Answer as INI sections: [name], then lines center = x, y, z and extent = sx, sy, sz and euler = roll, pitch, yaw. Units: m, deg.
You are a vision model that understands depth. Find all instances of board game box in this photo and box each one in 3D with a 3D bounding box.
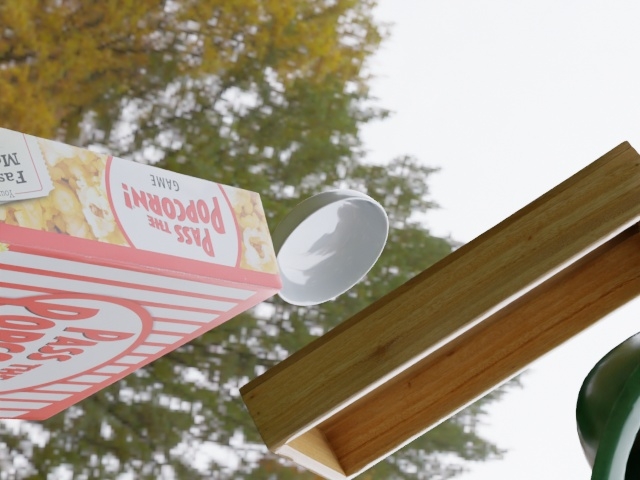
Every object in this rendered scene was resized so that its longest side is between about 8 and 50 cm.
[board game box]
center = -0.131, 0.016, 0.405
extent = 0.147, 0.193, 0.045
euler = -30, -115, 32

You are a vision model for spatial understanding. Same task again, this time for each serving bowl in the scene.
[serving bowl]
center = 0.000, 0.000, 0.720
extent = 0.027, 0.083, 0.083
euler = 48, -60, 38

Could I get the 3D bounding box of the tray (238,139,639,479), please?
[tray]
center = 0.142, 0.080, 1.107
extent = 0.411, 0.203, 0.076
euler = -34, -118, 5

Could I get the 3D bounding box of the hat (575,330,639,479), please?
[hat]
center = 0.161, 0.071, 0.637
extent = 0.183, 0.173, 0.208
euler = 43, -37, 52
